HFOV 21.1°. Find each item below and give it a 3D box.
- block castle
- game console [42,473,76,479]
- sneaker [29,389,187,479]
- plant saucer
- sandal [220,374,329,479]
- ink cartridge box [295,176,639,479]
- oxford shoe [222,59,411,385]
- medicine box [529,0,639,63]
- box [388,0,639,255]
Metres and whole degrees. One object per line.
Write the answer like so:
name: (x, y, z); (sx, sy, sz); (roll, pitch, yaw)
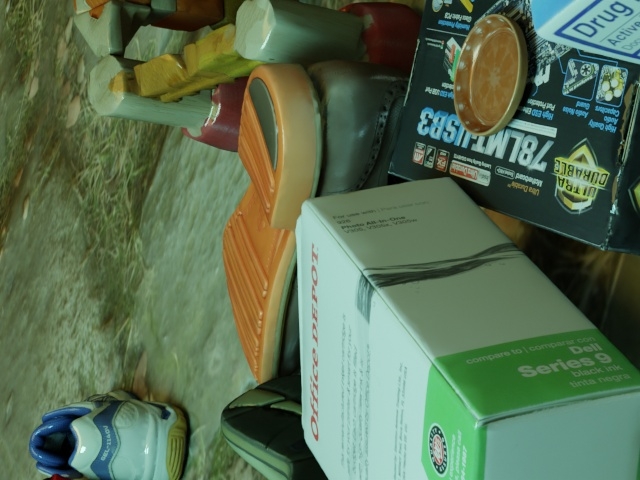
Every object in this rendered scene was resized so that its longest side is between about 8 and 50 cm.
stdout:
block castle: (-0.053, -0.321, 1.515); (0.303, 0.213, 0.453); (-15, 75, 48)
game console: (-0.333, 0.441, 1.669); (0.342, 0.060, 0.386); (-53, 16, 48)
sneaker: (-0.250, 0.205, 1.803); (0.296, 0.131, 0.112); (-19, 66, 61)
plant saucer: (0.117, -0.112, 1.167); (0.083, 0.013, 0.083); (-28, 59, 59)
sandal: (0.017, 0.193, 1.338); (0.303, 0.120, 0.086); (-142, 37, -62)
ink cartridge box: (0.088, 0.114, 1.122); (0.289, 0.121, 0.211); (-127, 31, -55)
oxford shoe: (0.000, 0.000, 1.412); (0.364, 0.132, 0.130); (103, 152, -51)
medicine box: (0.273, -0.180, 0.736); (0.263, 0.289, 0.149); (-37, 50, 53)
box: (0.167, -0.159, 1.172); (0.295, 0.073, 0.293); (24, 106, 63)
